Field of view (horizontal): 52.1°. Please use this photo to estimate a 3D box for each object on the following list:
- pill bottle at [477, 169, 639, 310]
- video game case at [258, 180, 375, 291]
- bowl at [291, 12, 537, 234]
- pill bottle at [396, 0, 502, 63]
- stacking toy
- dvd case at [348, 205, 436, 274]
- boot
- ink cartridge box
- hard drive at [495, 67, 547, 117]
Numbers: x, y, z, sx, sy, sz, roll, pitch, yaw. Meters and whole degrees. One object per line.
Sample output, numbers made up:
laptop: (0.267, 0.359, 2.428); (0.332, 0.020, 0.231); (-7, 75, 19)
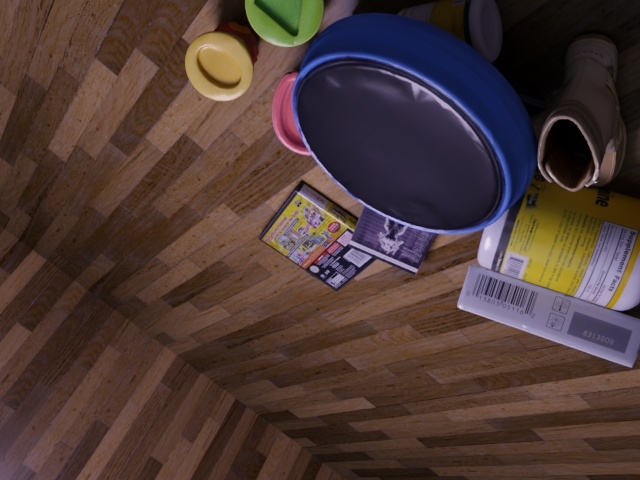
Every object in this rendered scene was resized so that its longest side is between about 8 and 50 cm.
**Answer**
pill bottle: (0.451, 0.004, 1.099); (0.333, 0.188, 0.188); (19, 145, 16)
video game case: (0.000, 0.000, 1.573); (0.248, 0.035, 0.275); (34, 147, -7)
bowl: (0.125, -0.155, 0.991); (0.391, 0.077, 0.391); (28, 155, 15)
pill bottle: (0.169, -0.303, 0.983); (0.184, 0.103, 0.103); (0, 137, 37)
stacking toy: (-0.045, -0.328, 1.158); (0.308, 0.130, 0.279); (35, 120, -13)
dvd case: (0.163, -0.030, 1.390); (0.164, 0.018, 0.221); (23, 136, 5)
boot: (0.383, -0.134, 0.952); (0.095, 0.204, 0.262); (7, 140, 29)
ink cartridge box: (0.445, 0.142, 1.299); (0.307, 0.091, 0.385); (18, -179, 17)
hard drive: (0.207, -0.211, 1.034); (0.171, 0.054, 0.254); (10, 170, -27)
